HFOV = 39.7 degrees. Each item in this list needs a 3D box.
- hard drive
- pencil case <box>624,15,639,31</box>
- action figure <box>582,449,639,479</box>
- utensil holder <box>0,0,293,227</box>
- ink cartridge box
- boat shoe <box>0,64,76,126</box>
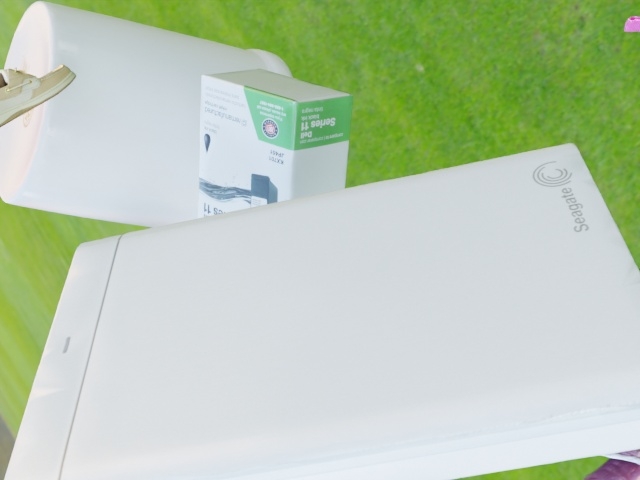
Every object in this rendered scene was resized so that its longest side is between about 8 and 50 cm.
[{"bbox_3d":[0.006,0.049,0.534,0.233,0.353,0.047,-92,-10,-53],"label":"hard drive"},{"bbox_3d":[0.388,-0.144,0.773,0.236,0.104,0.104,46,154,12],"label":"pencil case"},{"bbox_3d":[0.279,0.182,0.963,0.370,0.276,0.247,9,112,45],"label":"action figure"},{"bbox_3d":[-0.280,-0.178,1.395,0.328,0.386,0.327,-15,71,54],"label":"utensil holder"},{"bbox_3d":[-0.053,-0.066,0.947,0.153,0.087,0.208,22,118,40],"label":"ink cartridge box"},{"bbox_3d":[-0.375,-0.182,1.082,0.063,0.170,0.059,-11,114,46],"label":"boat shoe"}]
